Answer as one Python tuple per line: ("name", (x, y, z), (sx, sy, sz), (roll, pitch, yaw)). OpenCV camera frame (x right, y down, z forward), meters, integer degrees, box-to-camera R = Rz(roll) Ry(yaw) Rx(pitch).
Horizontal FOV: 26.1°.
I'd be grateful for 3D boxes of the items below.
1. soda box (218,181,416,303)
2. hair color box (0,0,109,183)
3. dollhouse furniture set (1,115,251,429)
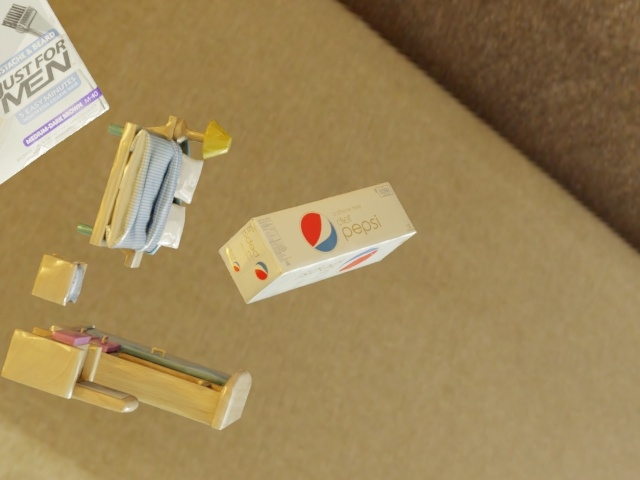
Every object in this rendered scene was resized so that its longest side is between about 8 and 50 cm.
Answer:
("soda box", (0.000, 0.000, 1.485), (0.074, 0.216, 0.069), (-40, 73, 43))
("hair color box", (-0.408, -0.241, 1.612), (0.110, 0.185, 0.339), (42, 165, 45))
("dollhouse furniture set", (-0.146, 0.016, 1.405), (0.198, 0.303, 0.286), (17, 180, 5))
